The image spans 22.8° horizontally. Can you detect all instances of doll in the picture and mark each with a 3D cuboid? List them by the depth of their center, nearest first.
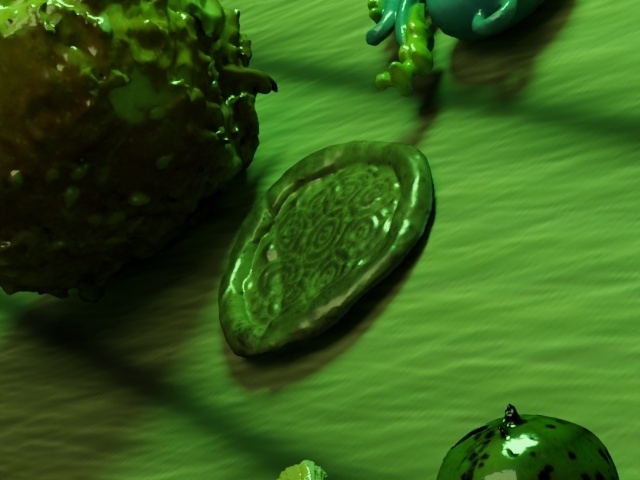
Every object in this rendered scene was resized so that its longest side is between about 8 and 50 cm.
[{"bbox_3d":[0.179,-0.310,1.533,0.346,0.099,0.341,-24,39,26],"label":"doll"}]

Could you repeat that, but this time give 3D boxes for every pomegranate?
[{"bbox_3d":[0.134,0.184,1.019,0.122,0.122,0.161,0,91,50],"label":"pomegranate"}]

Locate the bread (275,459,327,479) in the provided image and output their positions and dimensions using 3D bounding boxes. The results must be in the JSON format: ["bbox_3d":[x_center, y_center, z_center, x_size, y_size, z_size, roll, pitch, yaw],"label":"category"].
[{"bbox_3d":[-0.027,0.217,1.224,0.083,0.035,0.070,-41,30,19],"label":"bread"}]

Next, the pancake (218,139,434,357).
[{"bbox_3d":[0.000,0.001,1.446,0.250,0.031,0.250,-30,33,22],"label":"pancake"}]

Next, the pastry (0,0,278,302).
[{"bbox_3d":[-0.232,-0.123,1.599,0.405,0.337,0.292,-61,41,32],"label":"pastry"}]
